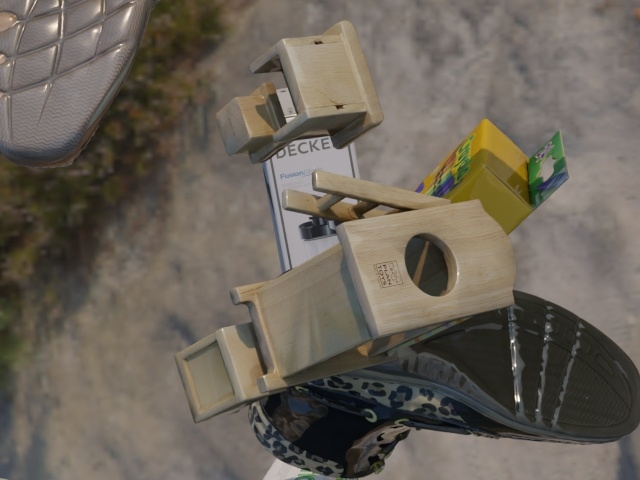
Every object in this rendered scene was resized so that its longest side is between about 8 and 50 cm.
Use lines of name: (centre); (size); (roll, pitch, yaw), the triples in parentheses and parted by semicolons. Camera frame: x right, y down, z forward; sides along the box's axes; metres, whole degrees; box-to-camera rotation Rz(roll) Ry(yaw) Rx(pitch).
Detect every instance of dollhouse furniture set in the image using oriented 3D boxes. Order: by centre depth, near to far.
dollhouse furniture set: (-0.005, -0.008, 0.850); (0.182, 0.101, 0.161); (-30, 74, 51)

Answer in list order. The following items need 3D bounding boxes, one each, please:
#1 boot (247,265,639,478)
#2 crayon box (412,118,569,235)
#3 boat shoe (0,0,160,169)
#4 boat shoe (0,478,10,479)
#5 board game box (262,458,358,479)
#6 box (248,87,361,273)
boot: (0.069, 0.099, 1.004); (0.178, 0.236, 0.085); (109, 174, -60)
crayon box: (0.146, -0.018, 1.861); (0.083, 0.203, 0.323); (42, 108, -9)
boat shoe: (-0.165, -0.190, 1.169); (0.123, 0.116, 0.324); (7, 65, 11)
boat shoe: (-0.346, 0.214, 1.162); (0.109, 0.302, 0.094); (-25, 63, 32)
board game box: (-0.023, 0.275, 1.130); (0.053, 0.305, 0.193); (-1, 105, 13)
box: (0.000, 0.000, 1.554); (0.169, 0.087, 0.290); (-113, 12, -76)
